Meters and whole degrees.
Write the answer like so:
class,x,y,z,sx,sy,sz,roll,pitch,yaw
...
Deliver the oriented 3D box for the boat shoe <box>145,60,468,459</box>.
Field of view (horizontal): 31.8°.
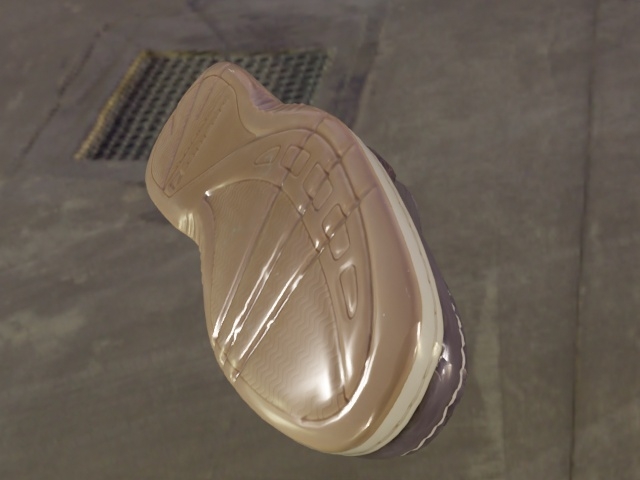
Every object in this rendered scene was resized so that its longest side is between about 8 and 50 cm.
class,x,y,z,sx,sy,sz,roll,pitch,yaw
boat shoe,0.000,0.000,0.479,0.092,0.103,0.285,25,10,-28
